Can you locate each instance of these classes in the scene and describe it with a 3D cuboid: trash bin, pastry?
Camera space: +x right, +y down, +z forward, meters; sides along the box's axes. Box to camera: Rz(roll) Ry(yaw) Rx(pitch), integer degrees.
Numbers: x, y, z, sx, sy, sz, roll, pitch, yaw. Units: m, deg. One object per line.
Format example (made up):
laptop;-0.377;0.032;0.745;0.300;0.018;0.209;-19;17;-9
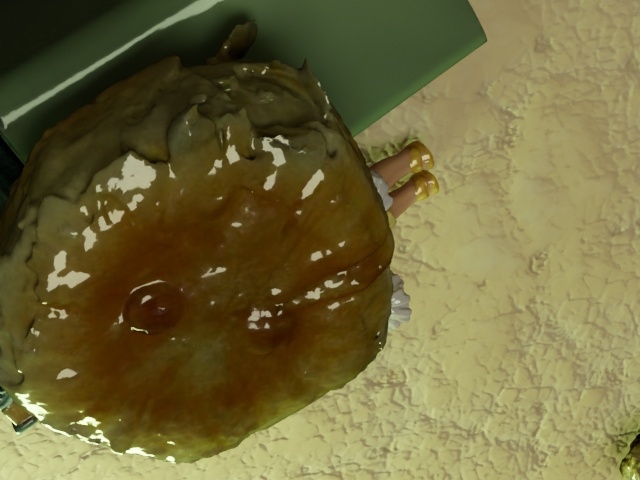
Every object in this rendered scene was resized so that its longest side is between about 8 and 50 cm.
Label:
trash bin;-0.069;-0.147;1.420;0.343;0.158;0.223;-31;129;3
pastry;-0.097;0.018;1.339;0.330;0.136;0.329;-12;129;-15

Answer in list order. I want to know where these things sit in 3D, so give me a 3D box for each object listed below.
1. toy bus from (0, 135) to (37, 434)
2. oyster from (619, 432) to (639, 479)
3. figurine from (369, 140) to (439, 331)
toy bus;-0.276;0.006;1.470;0.167;0.138;0.275;-36;130;6
oyster;0.397;0.232;1.918;0.233;0.107;0.161;-9;124;-37
figurine;-0.002;0.000;1.580;0.240;0.116;0.174;-25;132;-9
